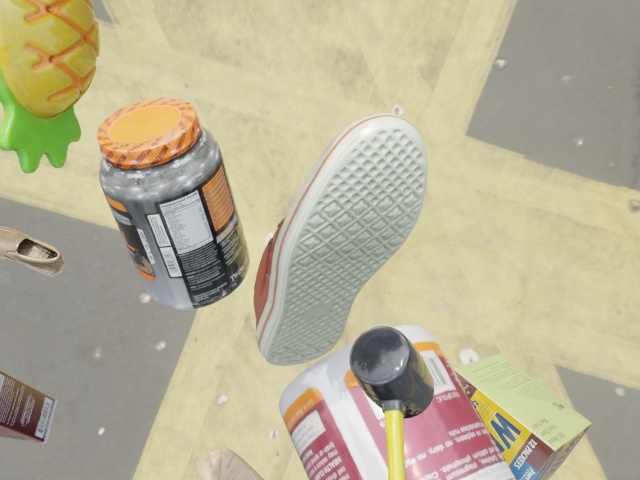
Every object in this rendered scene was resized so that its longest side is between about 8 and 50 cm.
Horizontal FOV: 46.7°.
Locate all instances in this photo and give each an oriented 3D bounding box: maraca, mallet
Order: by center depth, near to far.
[{"bbox_3d":[0.045,0.143,0.397,0.039,0.062,0.189,-11,63,18],"label":"mallet"},{"bbox_3d":[-0.240,-0.151,0.627,0.099,0.127,0.185,5,103,18],"label":"maraca"}]

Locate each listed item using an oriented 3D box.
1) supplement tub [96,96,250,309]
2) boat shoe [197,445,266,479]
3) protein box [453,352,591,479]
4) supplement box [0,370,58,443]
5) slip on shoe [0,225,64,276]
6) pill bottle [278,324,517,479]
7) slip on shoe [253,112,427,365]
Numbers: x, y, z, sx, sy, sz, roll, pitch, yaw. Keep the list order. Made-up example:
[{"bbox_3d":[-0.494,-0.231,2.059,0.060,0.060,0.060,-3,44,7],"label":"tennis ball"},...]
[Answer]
[{"bbox_3d":[-0.252,-0.061,1.280,0.207,0.207,0.338,-12,129,-1],"label":"supplement tub"},{"bbox_3d":[-0.113,0.496,1.360,0.285,0.092,0.103,37,63,18],"label":"boat shoe"},{"bbox_3d":[0.314,0.318,1.265,0.201,0.200,0.136,38,112,29],"label":"protein box"},{"bbox_3d":[-0.492,0.228,1.054,0.130,0.239,0.073,3,65,11],"label":"supplement box"},{"bbox_3d":[-0.437,0.010,1.073,0.135,0.041,0.051,26,56,-2],"label":"slip on shoe"},{"bbox_3d":[0.125,0.318,0.867,0.224,0.224,0.392,-27,65,0],"label":"pill bottle"},{"bbox_3d":[0.000,0.000,0.703,0.123,0.331,0.101,-4,54,-22],"label":"slip on shoe"}]
